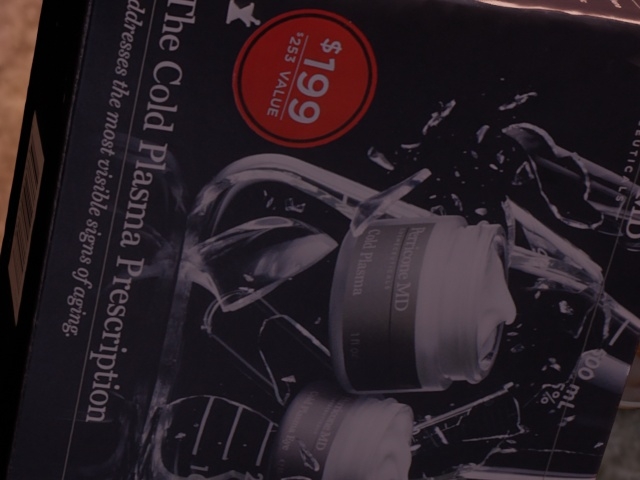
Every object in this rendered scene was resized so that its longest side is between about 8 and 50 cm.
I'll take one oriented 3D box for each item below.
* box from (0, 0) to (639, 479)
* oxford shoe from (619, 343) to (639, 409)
[{"bbox_3d":[0.000,0.000,0.989,0.312,0.179,0.343,6,114,-16],"label":"box"},{"bbox_3d":[0.336,-0.041,1.215,0.449,0.130,0.169,-33,87,-22],"label":"oxford shoe"}]
